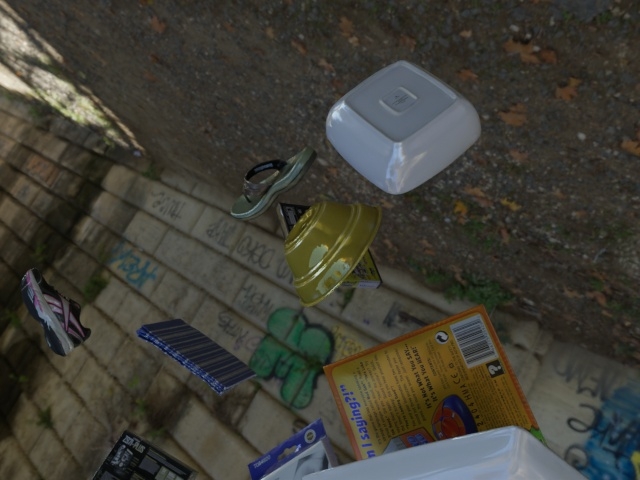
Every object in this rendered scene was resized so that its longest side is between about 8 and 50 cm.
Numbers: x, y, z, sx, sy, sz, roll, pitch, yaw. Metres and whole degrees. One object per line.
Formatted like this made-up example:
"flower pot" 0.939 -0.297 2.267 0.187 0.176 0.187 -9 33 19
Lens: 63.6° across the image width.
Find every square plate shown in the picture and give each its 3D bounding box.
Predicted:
"square plate" 0.204 0.376 0.698 0.344 0.049 0.347 39 129 -25

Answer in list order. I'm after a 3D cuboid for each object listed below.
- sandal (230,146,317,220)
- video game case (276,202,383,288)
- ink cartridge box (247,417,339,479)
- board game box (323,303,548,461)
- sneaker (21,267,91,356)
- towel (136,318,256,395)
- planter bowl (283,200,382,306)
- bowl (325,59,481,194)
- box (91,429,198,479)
"sandal" -0.123 -0.145 1.199 0.086 0.120 0.302 36 138 -21
"video game case" 0.021 0.013 1.436 0.248 0.035 0.275 5 -134 -28
"ink cartridge box" -0.057 0.526 1.098 0.045 0.223 0.224 42 -165 -47
"board game box" 0.257 0.385 1.171 0.356 0.356 0.357 47 -159 -75
"sneaker" -0.514 0.133 1.009 0.072 0.077 0.178 -20 97 41
"towel" -0.377 0.349 1.591 0.335 0.040 0.243 31 -174 15
"planter bowl" 0.000 0.000 0.885 0.090 0.217 0.217 37 171 -14
"bowl" 0.086 -0.134 0.560 0.142 0.142 0.053 47 168 30
"box" -0.382 0.520 1.110 0.180 0.147 0.078 26 156 11
